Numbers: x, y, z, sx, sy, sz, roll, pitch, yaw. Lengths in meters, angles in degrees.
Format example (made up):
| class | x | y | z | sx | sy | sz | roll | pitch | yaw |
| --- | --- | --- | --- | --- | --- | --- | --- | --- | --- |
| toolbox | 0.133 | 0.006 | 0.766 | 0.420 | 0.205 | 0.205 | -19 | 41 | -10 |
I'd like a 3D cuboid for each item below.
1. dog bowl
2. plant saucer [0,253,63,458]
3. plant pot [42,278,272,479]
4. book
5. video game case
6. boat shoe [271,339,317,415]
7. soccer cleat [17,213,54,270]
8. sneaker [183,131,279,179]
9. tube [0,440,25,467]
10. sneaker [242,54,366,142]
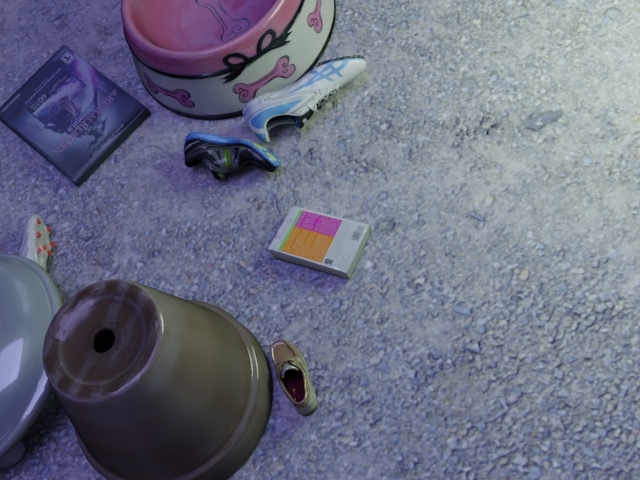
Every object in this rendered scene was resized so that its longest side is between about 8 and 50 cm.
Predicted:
| class | x | y | z | sx | sy | sz | roll | pitch | yaw |
| --- | --- | --- | --- | --- | --- | --- | --- | --- | --- |
| dog bowl | -0.186 | -0.433 | 2.064 | 0.408 | 0.150 | 0.407 | -8 | 61 | 15 |
| plant saucer | -0.608 | 0.193 | 1.854 | 0.401 | 0.100 | 0.400 | -15 | 58 | 26 |
| plant pot | -0.269 | 0.201 | 1.677 | 0.323 | 0.280 | 0.323 | -8 | 61 | 16 |
| book | 0.000 | 0.000 | 1.839 | 0.144 | 0.035 | 0.096 | 16 | 66 | 25 |
| video game case | -0.478 | -0.244 | 2.135 | 0.274 | 0.026 | 0.196 | 37 | 79 | 32 |
| boat shoe | -0.044 | 0.206 | 1.734 | 0.050 | 0.045 | 0.135 | -31 | 58 | 1 |
| soccer cleat | -0.516 | 0.044 | 1.971 | 0.076 | 0.068 | 0.196 | -16 | 62 | 14 |
| sneaker | -0.156 | -0.141 | 1.957 | 0.188 | 0.067 | 0.078 | 11 | 88 | 21 |
| tube | -0.567 | 0.296 | 1.867 | 0.080 | 0.052 | 0.207 | -41 | 53 | -14 |
| sneaker | -0.020 | -0.251 | 1.959 | 0.237 | 0.085 | 0.086 | -29 | 84 | -2 |
